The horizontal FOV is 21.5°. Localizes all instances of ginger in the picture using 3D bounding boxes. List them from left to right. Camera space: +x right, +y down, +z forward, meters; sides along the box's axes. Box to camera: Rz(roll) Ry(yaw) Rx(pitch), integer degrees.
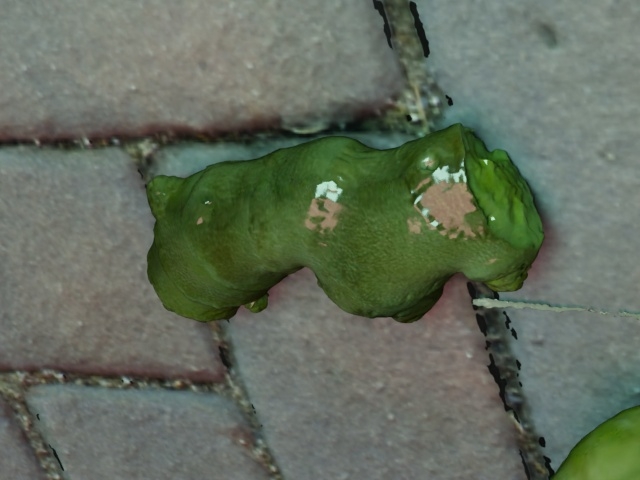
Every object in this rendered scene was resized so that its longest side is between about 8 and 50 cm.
[{"bbox_3d":[0.003,0.000,1.060,0.290,0.089,0.137,-4,143,27],"label":"ginger"}]

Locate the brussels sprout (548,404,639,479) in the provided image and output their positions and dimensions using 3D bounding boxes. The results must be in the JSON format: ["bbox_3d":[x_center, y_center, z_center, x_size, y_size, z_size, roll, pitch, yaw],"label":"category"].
[{"bbox_3d":[0.237,0.196,1.054,0.223,0.161,0.223,8,150,5],"label":"brussels sprout"}]

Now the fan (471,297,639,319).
[{"bbox_3d":[0.236,0.050,1.026,0.310,0.010,0.182,2,128,27],"label":"fan"}]
